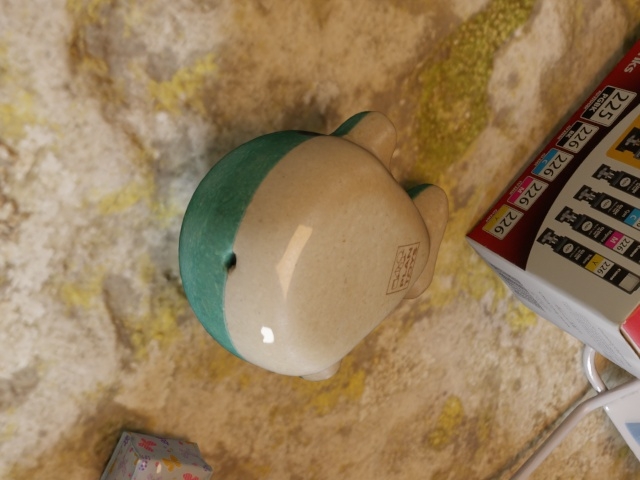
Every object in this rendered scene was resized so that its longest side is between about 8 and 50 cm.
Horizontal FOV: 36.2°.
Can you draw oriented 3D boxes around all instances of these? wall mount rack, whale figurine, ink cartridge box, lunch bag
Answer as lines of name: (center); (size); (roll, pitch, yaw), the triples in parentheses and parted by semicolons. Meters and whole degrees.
wall mount rack: (0.354, 0.261, 1.039); (0.304, 0.130, 0.350); (-30, 107, 19)
whale figurine: (0.000, 0.000, 0.762); (0.272, 0.141, 0.216); (-9, 115, -56)
ink cartridge box: (0.332, -0.036, 0.841); (0.309, 0.272, 0.130); (-49, 126, -4)
lunch bag: (-0.136, 0.201, 0.779); (0.071, 0.053, 0.083); (20, 105, -35)
